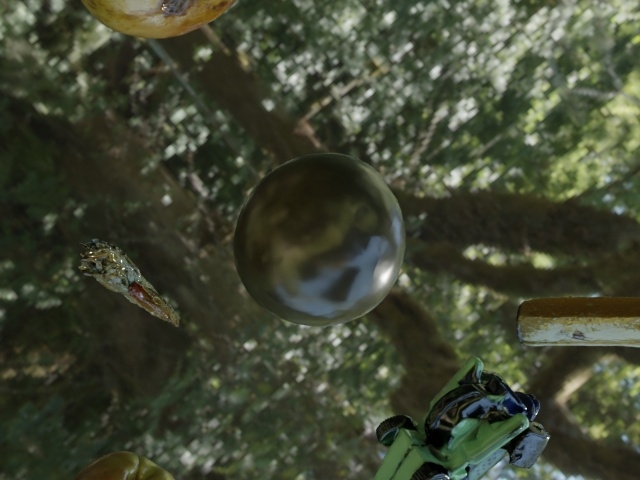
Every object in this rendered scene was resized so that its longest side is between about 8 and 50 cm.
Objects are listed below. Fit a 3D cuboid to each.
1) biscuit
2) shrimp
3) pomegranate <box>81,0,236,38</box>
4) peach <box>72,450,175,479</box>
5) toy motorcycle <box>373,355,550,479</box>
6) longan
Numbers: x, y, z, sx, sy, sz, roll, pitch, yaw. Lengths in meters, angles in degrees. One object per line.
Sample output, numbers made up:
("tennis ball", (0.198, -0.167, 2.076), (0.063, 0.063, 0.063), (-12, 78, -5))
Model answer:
("biscuit", (0.346, 0.106, 1.443), (0.188, 0.056, 0.052), (-2, -150, 20))
("shrimp", (-0.246, 0.061, 1.457), (0.053, 0.133, 0.236), (-40, 158, -4))
("pomegranate", (-0.185, -0.337, 1.265), (0.215, 0.215, 0.215), (-39, -173, 6))
("peach", (-0.294, 0.405, 1.657), (0.184, 0.184, 0.184), (-39, -173, 6))
("toy motorcycle", (0.143, 0.303, 1.393), (0.331, 0.196, 0.125), (-55, -138, 18))
("longan", (0.000, 0.000, 1.603), (0.258, 0.258, 0.258), (-39, -173, 6))
